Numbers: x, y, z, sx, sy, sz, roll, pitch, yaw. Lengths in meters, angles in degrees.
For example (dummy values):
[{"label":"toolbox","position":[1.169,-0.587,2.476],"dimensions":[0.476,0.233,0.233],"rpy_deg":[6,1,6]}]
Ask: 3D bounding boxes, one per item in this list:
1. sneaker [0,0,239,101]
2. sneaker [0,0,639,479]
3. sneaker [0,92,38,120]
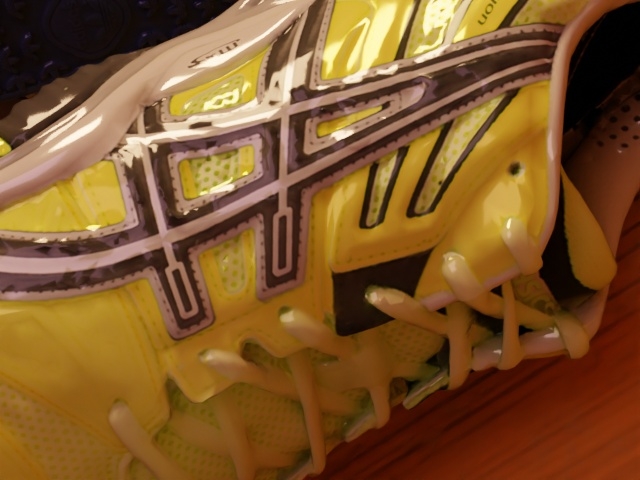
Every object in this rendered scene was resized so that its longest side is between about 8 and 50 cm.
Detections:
[{"label":"sneaker","position":[-0.118,-0.123,0.634],"dimensions":[0.232,0.081,0.090],"rpy_deg":[-9,38,-9]},{"label":"sneaker","position":[0.000,0.000,0.447],"dimensions":[0.385,0.145,0.147],"rpy_deg":[-48,47,-8]},{"label":"sneaker","position":[-0.217,-0.028,0.693],"dimensions":[0.223,0.083,0.098],"rpy_deg":[-10,63,31]}]
